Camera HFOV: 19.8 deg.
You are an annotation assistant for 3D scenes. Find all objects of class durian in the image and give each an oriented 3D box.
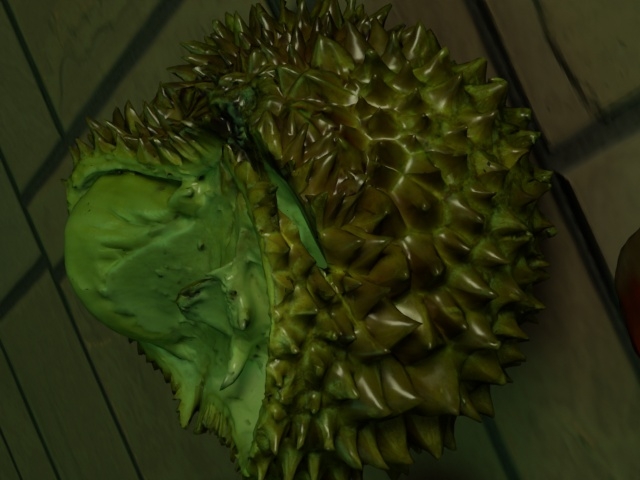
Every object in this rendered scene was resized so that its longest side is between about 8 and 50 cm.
[{"bbox_3d":[0.000,0.000,0.757,0.200,0.176,0.237,61,163,-9],"label":"durian"}]

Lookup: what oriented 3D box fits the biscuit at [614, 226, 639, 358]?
[{"bbox_3d":[0.174,-0.048,0.470,0.368,0.076,0.394,40,144,46],"label":"biscuit"}]
